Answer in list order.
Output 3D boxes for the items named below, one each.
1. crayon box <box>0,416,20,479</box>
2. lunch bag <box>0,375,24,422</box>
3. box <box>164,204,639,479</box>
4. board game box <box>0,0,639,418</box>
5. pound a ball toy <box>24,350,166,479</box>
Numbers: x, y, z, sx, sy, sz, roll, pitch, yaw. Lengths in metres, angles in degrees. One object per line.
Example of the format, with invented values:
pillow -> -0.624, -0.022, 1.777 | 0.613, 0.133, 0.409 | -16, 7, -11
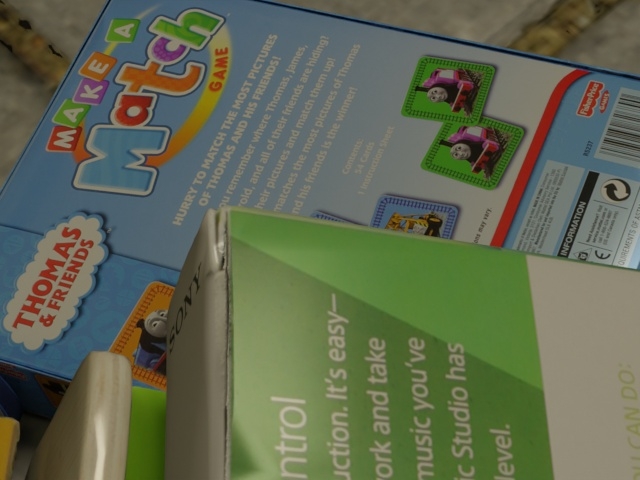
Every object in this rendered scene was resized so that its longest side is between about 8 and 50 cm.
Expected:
crayon box -> -0.179, 0.167, 0.344 | 0.203, 0.083, 0.323 | 10, 42, -10
lunch bag -> -0.143, 0.060, 0.530 | 0.098, 0.067, 0.065 | 2, 57, 13
box -> 0.124, 0.122, 0.367 | 0.322, 0.058, 0.232 | 10, 55, -17
board game box -> 0.000, 0.000, 0.559 | 0.212, 0.039, 0.160 | 15, 61, 18
pound a ball toy -> 0.018, 0.204, 0.390 | 0.208, 0.135, 0.319 | 11, 55, -14
